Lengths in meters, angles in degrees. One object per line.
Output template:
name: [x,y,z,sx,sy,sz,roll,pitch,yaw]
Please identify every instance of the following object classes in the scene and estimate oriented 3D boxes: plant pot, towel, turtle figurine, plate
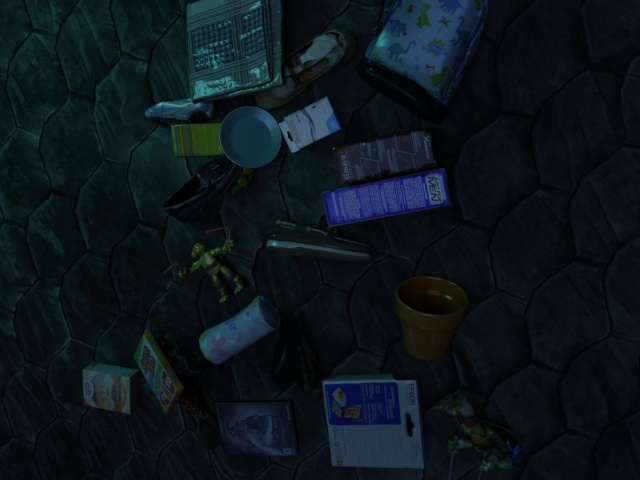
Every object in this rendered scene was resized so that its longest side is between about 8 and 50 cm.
plant pot: [0.313,0.236,1.663,0.205,0.205,0.188,8,119,12]
towel: [-0.352,-0.315,1.788,0.237,0.021,0.102,1,107,12]
turtle figurine: [0.433,0.612,1.702,0.274,0.198,0.266,-35,88,14]
plate: [-0.211,-0.310,1.721,0.188,0.024,0.188,1,86,-12]
turtle figurine: [-0.353,0.091,1.837,0.269,0.087,0.217,-34,100,9]
towel: [-0.248,-0.567,1.630,0.324,0.056,0.313,-6,83,23]

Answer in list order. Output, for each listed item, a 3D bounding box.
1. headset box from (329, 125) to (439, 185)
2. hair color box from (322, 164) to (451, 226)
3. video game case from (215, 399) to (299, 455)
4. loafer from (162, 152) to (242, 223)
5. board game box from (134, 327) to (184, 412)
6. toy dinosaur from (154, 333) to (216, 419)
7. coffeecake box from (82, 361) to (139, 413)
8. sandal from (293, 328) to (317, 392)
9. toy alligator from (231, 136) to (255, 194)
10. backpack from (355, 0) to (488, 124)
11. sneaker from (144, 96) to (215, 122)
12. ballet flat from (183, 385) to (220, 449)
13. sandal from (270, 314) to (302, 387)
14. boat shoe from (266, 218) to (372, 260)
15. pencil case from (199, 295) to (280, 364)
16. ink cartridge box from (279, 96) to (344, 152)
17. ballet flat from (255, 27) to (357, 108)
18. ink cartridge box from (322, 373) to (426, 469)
headset box: [0.172,-0.232,1.575,0.293,0.218,0.110,-10,98,15]
hair color box: [0.192,-0.128,1.609,0.338,0.185,0.110,-9,98,14]
video game case: [-0.216,0.640,1.951,0.274,0.026,0.196,-5,100,13]
loafer: [-0.365,-0.169,1.762,0.302,0.095,0.109,-41,49,20]
board game box: [-0.533,0.417,1.854,0.259,0.039,0.124,51,127,29]
toy dinosaur: [-0.457,0.440,1.899,0.322,0.164,0.218,45,111,4]
coffeecake box: [-0.742,0.523,2.029,0.185,0.068,0.143,6,104,13]
sandal: [-0.049,0.378,1.840,0.090,0.060,0.220,-21,80,42]
toy alligator: [-0.220,-0.223,1.762,0.051,0.056,0.190,20,94,-31]
backpack: [0.288,-0.535,1.488,0.290,0.273,0.356,37,95,11]
sneaker: [-0.435,-0.399,1.758,0.237,0.085,0.086,-5,108,18]
ballet flat: [-0.420,0.608,1.981,0.084,0.058,0.250,-29,101,-22]
sandal: [-0.124,0.354,1.829,0.097,0.054,0.255,27,113,42]
boat shoe: [0.000,0.000,1.723,0.324,0.116,0.097,7,75,13]
pencil case: [-0.262,0.291,1.843,0.273,0.113,0.124,-34,82,17]
ink cartridge box: [-0.033,-0.336,1.682,0.180,0.060,0.104,-24,96,15]
ballet flat: [-0.058,-0.493,1.630,0.348,0.123,0.123,-27,94,17]
ink cartridge box: [0.172,0.577,1.826,0.306,0.072,0.304,-4,99,12]
